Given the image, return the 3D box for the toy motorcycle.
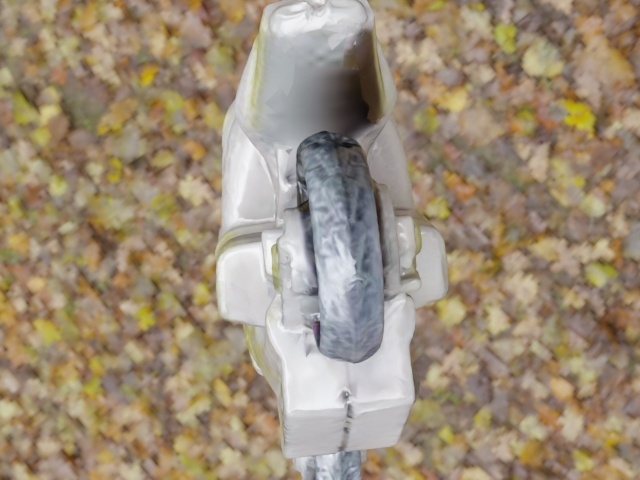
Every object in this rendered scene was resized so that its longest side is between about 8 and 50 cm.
[{"bbox_3d":[0.000,0.000,0.700,0.340,0.108,0.223,94,170,-68],"label":"toy motorcycle"}]
